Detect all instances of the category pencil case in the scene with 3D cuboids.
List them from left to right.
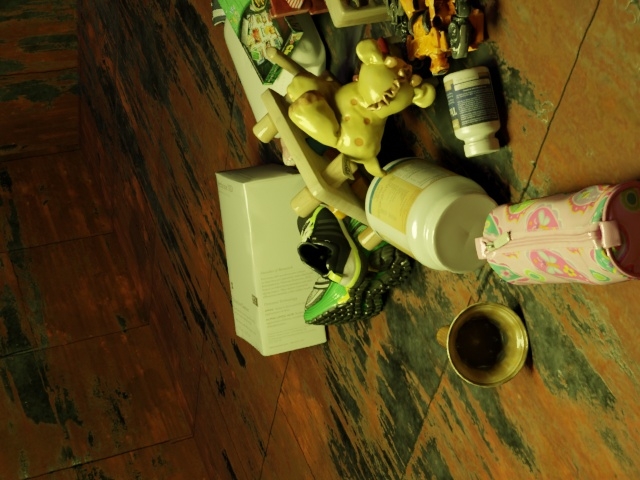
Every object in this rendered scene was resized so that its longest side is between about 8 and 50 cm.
[{"bbox_3d":[0.311,-0.003,1.289,0.284,0.124,0.124,-7,95,67],"label":"pencil case"}]

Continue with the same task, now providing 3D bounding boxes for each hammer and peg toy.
[{"bbox_3d":[0.002,-0.163,1.762,0.127,0.266,0.361,-42,51,19],"label":"hammer and peg toy"}]

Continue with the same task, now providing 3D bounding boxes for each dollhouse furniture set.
[{"bbox_3d":[0.034,-0.366,1.721,0.201,0.152,0.374,131,124,-63],"label":"dollhouse furniture set"}]

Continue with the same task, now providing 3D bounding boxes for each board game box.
[{"bbox_3d":[-0.121,-0.434,1.963,0.136,0.030,0.260,-55,51,41],"label":"board game box"}]

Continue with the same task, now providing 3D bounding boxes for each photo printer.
[{"bbox_3d":[-0.091,-0.377,2.074,0.256,0.107,0.308,119,134,-57],"label":"photo printer"}]

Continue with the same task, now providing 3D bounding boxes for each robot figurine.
[{"bbox_3d":[0.165,-0.385,1.490,0.211,0.085,0.291,-174,74,-67],"label":"robot figurine"}]

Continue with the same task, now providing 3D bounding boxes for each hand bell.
[{"bbox_3d":[0.224,0.157,1.632,0.242,0.126,0.126,167,91,-79],"label":"hand bell"}]

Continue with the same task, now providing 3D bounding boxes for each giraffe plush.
[{"bbox_3d":[0.068,-0.215,1.546,0.170,0.181,0.210,-51,43,25],"label":"giraffe plush"}]

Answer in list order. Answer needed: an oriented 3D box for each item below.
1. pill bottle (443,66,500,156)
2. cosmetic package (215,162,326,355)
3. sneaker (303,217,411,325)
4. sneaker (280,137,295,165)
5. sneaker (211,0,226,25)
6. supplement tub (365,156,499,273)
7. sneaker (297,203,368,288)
[{"bbox_3d":[0.220,-0.183,1.481,0.067,0.067,0.120,166,92,-68],"label":"pill bottle"},{"bbox_3d":[-0.110,0.034,2.267,0.217,0.156,0.385,-160,60,-66],"label":"cosmetic package"},{"bbox_3d":[0.060,0.058,1.942,0.343,0.134,0.146,-52,46,51],"label":"sneaker"},{"bbox_3d":[-0.046,-0.185,2.143,0.134,0.051,0.070,-143,44,-63],"label":"sneaker"},{"bbox_3d":[-0.225,-0.570,2.312,0.282,0.099,0.153,41,136,52],"label":"sneaker"},{"bbox_3d":[0.172,-0.038,1.569,0.199,0.144,0.144,-145,47,-59],"label":"supplement tub"},{"bbox_3d":[0.000,0.000,1.809,0.235,0.097,0.084,49,123,50],"label":"sneaker"}]
